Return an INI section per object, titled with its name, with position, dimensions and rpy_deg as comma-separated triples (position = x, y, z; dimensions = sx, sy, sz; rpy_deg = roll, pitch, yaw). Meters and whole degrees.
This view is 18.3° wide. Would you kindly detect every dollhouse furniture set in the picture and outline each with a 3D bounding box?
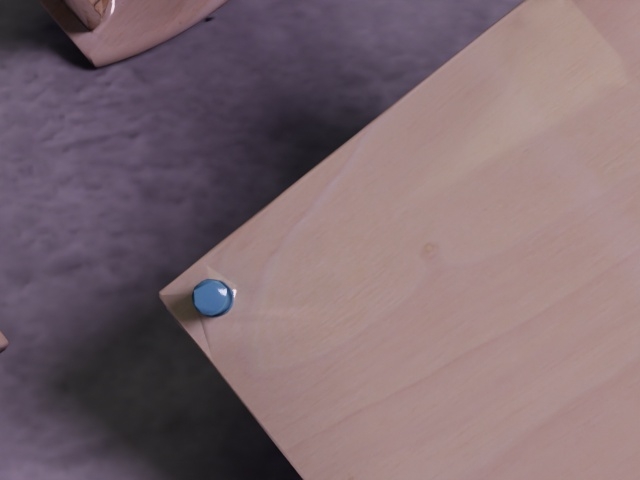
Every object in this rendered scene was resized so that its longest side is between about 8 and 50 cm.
[dollhouse furniture set]
position = 0.000, 0.000, 0.611
dimensions = 0.286, 0.198, 0.303
rpy_deg = -40, 85, -1
